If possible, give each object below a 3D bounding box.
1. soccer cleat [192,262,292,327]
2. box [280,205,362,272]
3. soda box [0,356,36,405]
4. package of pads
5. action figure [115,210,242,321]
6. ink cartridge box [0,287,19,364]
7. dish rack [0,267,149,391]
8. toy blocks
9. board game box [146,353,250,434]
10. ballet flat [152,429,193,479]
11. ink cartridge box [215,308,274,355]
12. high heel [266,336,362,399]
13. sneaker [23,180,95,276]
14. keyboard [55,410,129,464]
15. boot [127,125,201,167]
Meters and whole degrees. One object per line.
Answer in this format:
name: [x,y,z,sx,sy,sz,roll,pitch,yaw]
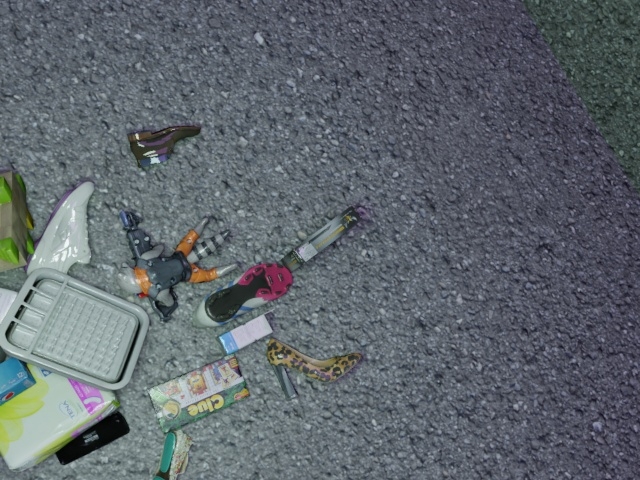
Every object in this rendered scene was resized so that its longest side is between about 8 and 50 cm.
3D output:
soccer cleat: [-0.232,0.158,1.809,0.331,0.143,0.116,-24,86,-43]
box: [0.000,0.000,1.862,0.231,0.183,0.056,-37,89,-20]
soda box: [-0.815,0.374,1.511,0.210,0.067,0.071,-33,70,-19]
package of pads: [-0.698,0.420,1.596,0.297,0.101,0.229,-33,73,-19]
action figure: [-0.430,0.034,1.742,0.330,0.178,0.341,-29,91,-29]
ink cartridge box: [-0.953,0.203,1.577,0.308,0.129,0.223,17,75,-12]
dish rack: [-0.631,0.239,1.599,0.333,0.072,0.285,27,35,-18]
toy blocks: [-0.894,-0.027,1.565,0.261,0.190,0.381,-17,45,-11]
board game box: [-0.343,0.432,1.756,0.260,0.030,0.136,-21,87,-19]
ballet flat: [-0.405,0.635,1.672,0.077,0.091,0.240,30,74,-41]
ink cartridge box: [-0.206,0.265,1.789,0.180,0.104,0.060,-25,86,-19]
high heel: [-0.020,0.333,1.830,0.261,0.093,0.186,-23,92,-10]
sneaker: [-0.690,-0.018,1.724,0.152,0.114,0.305,28,78,-21]
keyboard: [-0.621,0.514,1.664,0.192,0.038,0.100,-24,104,-17]
boot: [-0.461,-0.285,1.863,0.219,0.082,0.106,-13,104,-22]
